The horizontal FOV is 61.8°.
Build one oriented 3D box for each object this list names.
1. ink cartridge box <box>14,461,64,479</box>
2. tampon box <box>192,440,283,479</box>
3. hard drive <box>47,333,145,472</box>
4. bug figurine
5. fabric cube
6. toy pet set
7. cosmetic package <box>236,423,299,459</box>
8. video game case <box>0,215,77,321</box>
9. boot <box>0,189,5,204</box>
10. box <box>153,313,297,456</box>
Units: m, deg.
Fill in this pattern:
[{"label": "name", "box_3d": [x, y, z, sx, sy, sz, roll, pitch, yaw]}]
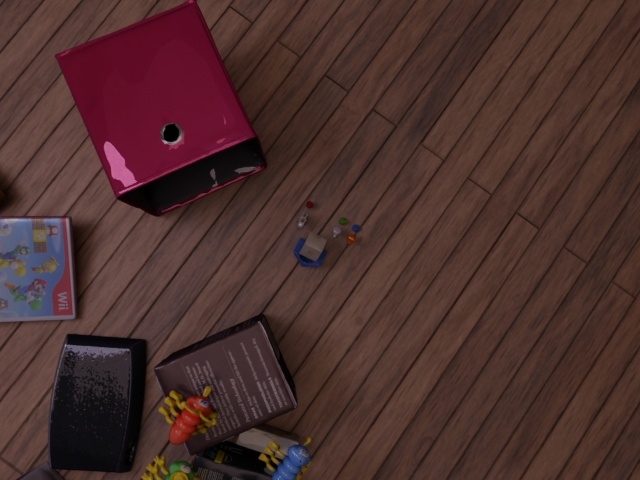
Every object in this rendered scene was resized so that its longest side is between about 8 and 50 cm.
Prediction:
[{"label": "ink cartridge box", "box_3d": [-0.548, 0.554, 0.941, 0.171, 0.168, 0.233, 44, 84, 2]}, {"label": "tampon box", "box_3d": [-0.159, 0.449, 0.997, 0.161, 0.120, 0.101, 16, 86, -2]}, {"label": "hard drive", "box_3d": [-0.432, 0.314, 1.026, 0.172, 0.054, 0.255, 5, 85, -3]}, {"label": "bug figurine", "box_3d": [-0.155, 0.371, 0.873, 0.279, 0.072, 0.216, 31, 95, -14]}, {"label": "fabric cube", "box_3d": [-0.269, -0.223, 0.979, 0.254, 0.259, 0.258, -24, 87, -4]}, {"label": "toy pet set", "box_3d": [0.000, 0.000, 1.088, 0.122, 0.065, 0.114, 27, 49, -4]}, {"label": "cosmetic package", "box_3d": [-0.102, 0.386, 1.038, 0.115, 0.060, 0.041, 19, 83, -3]}, {"label": "video game case", "box_3d": [-0.614, 0.055, 1.000, 0.285, 0.025, 0.204, -1, 103, -13]}, {"label": "boot", "box_3d": [-0.765, -0.100, 1.023, 0.262, 0.095, 0.203, -32, 83, 1]}, {"label": "box", "box_3d": [-0.166, 0.255, 0.989, 0.203, 0.168, 0.167, -24, 89, -5]}]
